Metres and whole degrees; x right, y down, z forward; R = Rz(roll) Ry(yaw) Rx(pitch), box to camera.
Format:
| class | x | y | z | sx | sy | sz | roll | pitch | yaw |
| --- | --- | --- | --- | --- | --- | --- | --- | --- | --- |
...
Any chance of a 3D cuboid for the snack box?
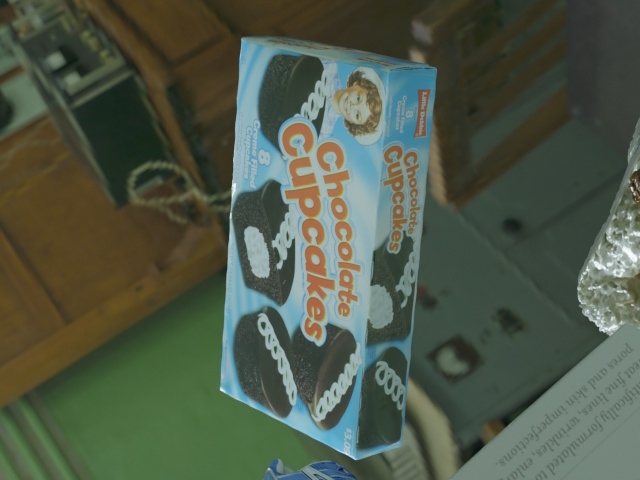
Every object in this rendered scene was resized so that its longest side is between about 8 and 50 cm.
| class | x | y | z | sx | sy | sz | roll | pitch | yaw |
| --- | --- | --- | --- | --- | --- | --- | --- | --- | --- |
| snack box | 0.000 | 0.000 | 1.144 | 0.187 | 0.060 | 0.322 | 19 | 110 | 46 |

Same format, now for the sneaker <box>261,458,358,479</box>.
| class | x | y | z | sx | sy | sz | roll | pitch | yaw |
| --- | --- | --- | --- | --- | --- | --- | --- | --- | --- |
| sneaker | 0.019 | 0.251 | 1.302 | 0.211 | 0.081 | 0.080 | 0 | 146 | 29 |

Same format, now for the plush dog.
| class | x | y | z | sx | sy | sz | roll | pitch | yaw |
| --- | --- | --- | --- | --- | --- | --- | --- | --- | --- |
| plush dog | 0.395 | -0.009 | 1.314 | 0.225 | 0.262 | 0.210 | 21 | 176 | 5 |

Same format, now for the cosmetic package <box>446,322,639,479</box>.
| class | x | y | z | sx | sy | sz | roll | pitch | yaw |
| --- | --- | --- | --- | --- | --- | --- | --- | --- | --- |
| cosmetic package | 0.151 | 0.175 | 0.678 | 0.151 | 0.151 | 0.184 | 39 | 151 | 28 |
